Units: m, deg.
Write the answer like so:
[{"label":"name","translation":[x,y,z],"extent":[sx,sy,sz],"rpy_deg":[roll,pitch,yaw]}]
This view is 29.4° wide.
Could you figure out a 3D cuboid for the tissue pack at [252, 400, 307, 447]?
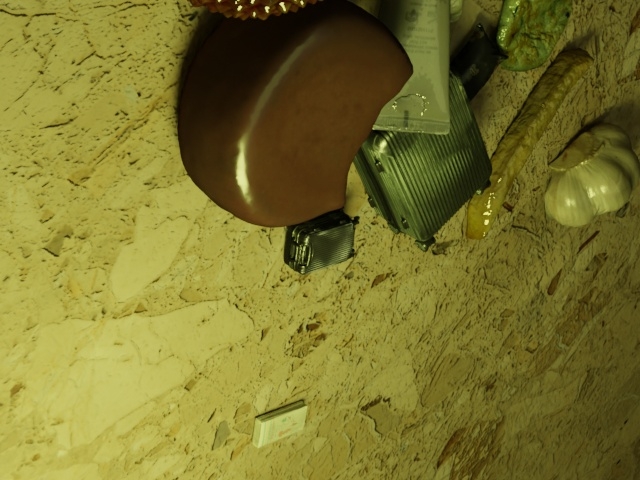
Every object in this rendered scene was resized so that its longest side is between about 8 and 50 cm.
[{"label":"tissue pack","translation":[-0.070,0.317,2.110],"extent":[0.108,0.023,0.056],"rpy_deg":[-13,124,-42]}]

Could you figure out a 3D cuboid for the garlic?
[{"label":"garlic","translation":[0.552,-0.117,2.394],"extent":[0.229,0.142,0.178],"rpy_deg":[-56,141,-16]}]

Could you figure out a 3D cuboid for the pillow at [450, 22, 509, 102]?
[{"label":"pillow","translation":[0.243,-0.276,2.019],"extent":[0.150,0.048,0.090],"rpy_deg":[-50,145,-4]}]

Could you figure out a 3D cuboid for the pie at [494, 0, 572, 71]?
[{"label":"pie","translation":[0.361,-0.375,2.085],"extent":[0.186,0.041,0.187],"rpy_deg":[-28,134,-33]}]

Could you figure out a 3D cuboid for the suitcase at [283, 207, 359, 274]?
[{"label":"suitcase","translation":[0.000,0.000,1.941],"extent":[0.126,0.059,0.086],"rpy_deg":[-18,127,-37]}]

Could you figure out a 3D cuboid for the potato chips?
[{"label":"potato chips","translation":[0.369,-0.182,2.213],"extent":[0.080,0.057,0.407],"rpy_deg":[29,93,-49]}]

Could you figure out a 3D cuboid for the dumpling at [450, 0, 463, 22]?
[{"label":"dumpling","translation":[0.193,-0.376,1.903],"extent":[0.059,0.043,0.077],"rpy_deg":[-17,134,-12]}]

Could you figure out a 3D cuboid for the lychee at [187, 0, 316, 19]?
[{"label":"lychee","translation":[-0.076,-0.398,1.377],"extent":[0.306,0.330,0.306],"rpy_deg":[-4,99,-23]}]

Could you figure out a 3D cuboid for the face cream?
[{"label":"face cream","translation":[0.137,-0.315,1.779],"extent":[0.143,0.089,0.315],"rpy_deg":[3,95,-14]}]

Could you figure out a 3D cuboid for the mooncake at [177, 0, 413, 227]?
[{"label":"mooncake","translation":[-0.035,-0.193,1.670],"extent":[0.333,0.174,0.326],"rpy_deg":[-22,128,-35]}]

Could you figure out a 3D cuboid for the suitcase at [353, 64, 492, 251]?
[{"label":"suitcase","translation":[0.158,-0.143,1.952],"extent":[0.202,0.128,0.312],"rpy_deg":[-44,139,-14]}]
